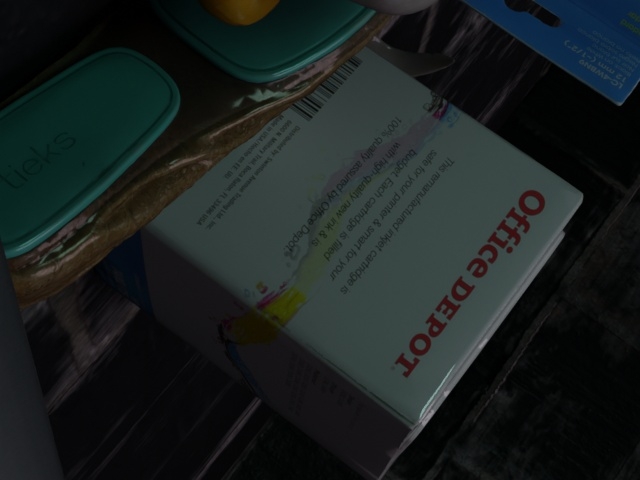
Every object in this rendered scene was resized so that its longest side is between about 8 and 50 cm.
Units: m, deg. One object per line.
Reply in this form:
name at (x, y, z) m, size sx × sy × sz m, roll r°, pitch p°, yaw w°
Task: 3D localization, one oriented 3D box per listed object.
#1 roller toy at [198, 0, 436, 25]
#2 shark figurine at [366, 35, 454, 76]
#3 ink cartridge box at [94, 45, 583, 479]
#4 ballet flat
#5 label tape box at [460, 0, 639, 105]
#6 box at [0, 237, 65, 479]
roller toy at (0.015, -0.210, 0.501) m, size 0.191 × 0.146 × 0.209 m, roll -54°, pitch 163°, yaw -39°
shark figurine at (0.010, -0.068, 1.071) m, size 0.278 × 0.116 × 0.166 m, roll -48°, pitch 170°, yaw -22°
ink cartridge box at (0.000, 0.000, 0.781) m, size 0.198 × 0.270 × 0.197 m, roll -50°, pitch 169°, yaw -21°
ballet flat at (-0.079, -0.077, 0.625) m, size 0.342 × 0.116 × 0.124 m, roll -46°, pitch 172°, yaw -26°
label tape box at (0.252, -0.314, 0.957) m, size 0.348 × 0.249 × 0.115 m, roll -48°, pitch 169°, yaw -30°
box at (-0.203, 0.089, 0.362) m, size 0.242 × 0.076 × 0.307 m, roll -44°, pitch 140°, yaw -44°
